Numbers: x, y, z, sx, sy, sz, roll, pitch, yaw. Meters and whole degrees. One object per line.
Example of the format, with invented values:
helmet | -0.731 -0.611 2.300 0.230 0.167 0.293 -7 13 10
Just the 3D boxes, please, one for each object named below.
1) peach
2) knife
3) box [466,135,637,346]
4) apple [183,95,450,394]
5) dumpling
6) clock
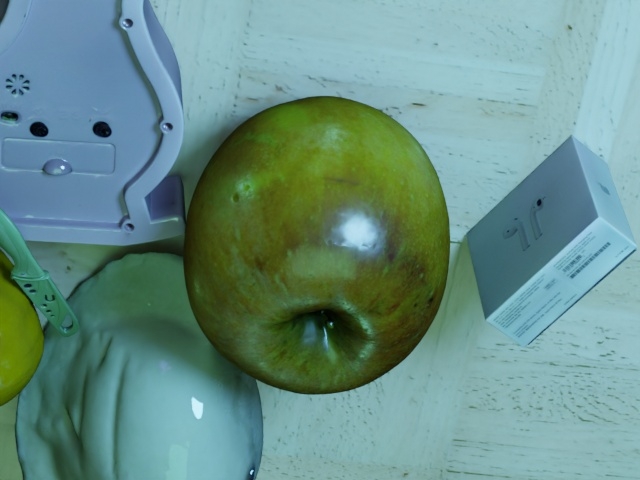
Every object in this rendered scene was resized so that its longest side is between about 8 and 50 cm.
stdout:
peach | -0.323 0.075 1.672 0.179 0.103 0.179 -3 119 -6
knife | -0.241 0.023 1.616 0.030 0.014 0.207 -14 143 9
box | 0.189 0.001 1.640 0.051 0.129 0.130 36 114 -25
apple | 0.000 0.000 1.593 0.237 0.207 0.237 -1 135 -1
dumpling | -0.158 0.152 1.721 0.227 0.243 0.175 2 161 18
clock | -0.250 -0.130 1.559 0.290 0.080 0.275 0 122 -5
